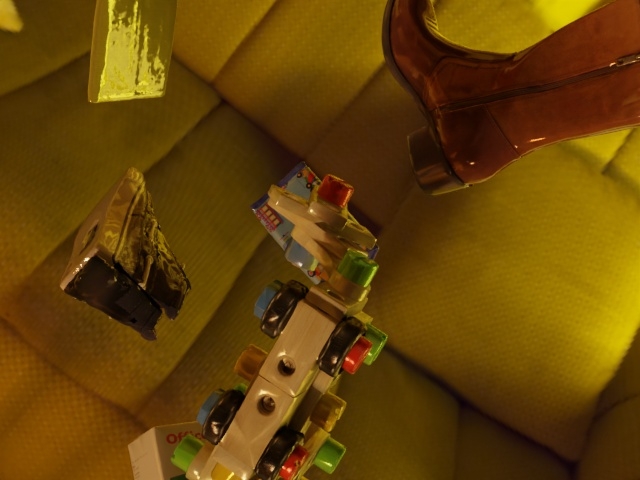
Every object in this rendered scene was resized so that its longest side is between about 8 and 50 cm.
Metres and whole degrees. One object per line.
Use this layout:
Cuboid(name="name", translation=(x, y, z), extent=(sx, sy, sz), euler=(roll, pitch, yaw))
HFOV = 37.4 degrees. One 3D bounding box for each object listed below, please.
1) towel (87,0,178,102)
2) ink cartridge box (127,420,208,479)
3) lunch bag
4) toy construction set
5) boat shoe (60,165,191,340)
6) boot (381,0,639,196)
Cuboid(name="towel", translation=(-0.165, -0.244, 0.849), extent=(0.021, 0.237, 0.102), euler=(20, 21, 29))
Cuboid(name="ink cartridge box", translation=(-0.149, 0.351, 1.253), extent=(0.160, 0.092, 0.220), euler=(-1, 66, -36))
Cuboid(name="lunch bag", translation=(0.000, 0.000, 1.870), extent=(0.221, 0.138, 0.293), euler=(49, -3, 11))
Cuboid(name="toy construction set", translation=(-0.020, 0.108, 0.818), extent=(0.151, 0.328, 0.215), euler=(17, 8, 15))
Cuboid(name="boat shoe", translation=(-0.272, 0.019, 1.399), extent=(0.158, 0.127, 0.341), euler=(39, 22, -19))
Cuboid(name="boot", translation=(0.210, -0.208, 1.028), extent=(0.096, 0.280, 0.264), euler=(21, 56, -49))
